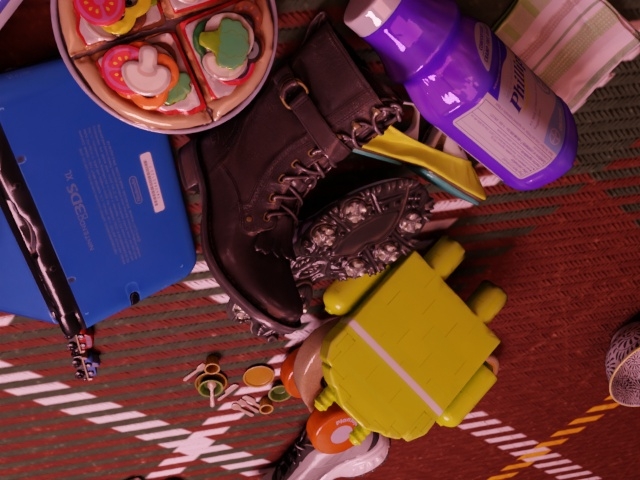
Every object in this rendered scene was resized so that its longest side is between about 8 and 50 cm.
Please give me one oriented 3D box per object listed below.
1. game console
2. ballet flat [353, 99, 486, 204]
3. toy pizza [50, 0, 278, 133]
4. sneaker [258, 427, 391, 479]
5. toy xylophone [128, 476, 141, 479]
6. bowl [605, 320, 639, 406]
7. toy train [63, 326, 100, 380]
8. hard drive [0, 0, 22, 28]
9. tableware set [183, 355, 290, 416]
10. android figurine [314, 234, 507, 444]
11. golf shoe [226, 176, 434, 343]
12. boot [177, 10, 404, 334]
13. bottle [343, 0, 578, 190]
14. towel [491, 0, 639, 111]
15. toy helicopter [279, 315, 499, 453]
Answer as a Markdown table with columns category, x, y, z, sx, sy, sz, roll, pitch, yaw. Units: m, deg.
| category | x | y | z | sx | sy | sz | roll | pitch | yaw |
| --- | --- | --- | --- | --- | --- | --- | --- | --- | --- |
| game console | -0.305 | -0.060 | 0.619 | 0.250 | 0.173 | 0.293 | -29 | 133 | -30 |
| ballet flat | 0.108 | -0.110 | 0.640 | 0.230 | 0.077 | 0.077 | 19 | 102 | -20 |
| toy pizza | -0.134 | -0.197 | 0.510 | 0.201 | 0.032 | 0.201 | -5 | 106 | -17 |
| sneaker | -0.020 | 0.364 | 0.943 | 0.271 | 0.100 | 0.108 | -35 | 110 | 10 |
| toy xylophone | -0.311 | 0.559 | 1.021 | 0.236 | 0.081 | 0.323 | -20 | 126 | 4 |
| bowl | 0.531 | 0.185 | 0.922 | 0.170 | 0.080 | 0.170 | -5 | 125 | -7 |
| toy train | -0.319 | 0.127 | 0.750 | 0.036 | 0.027 | 0.158 | -9 | 126 | -18 |
| hard drive | -0.262 | -0.315 | 0.407 | 0.318 | 0.040 | 0.210 | -40 | 106 | 17 |
| tableware set | -0.121 | 0.222 | 0.856 | 0.104 | 0.024 | 0.154 | -39 | 122 | 16 |
| android figurine | 0.110 | 0.131 | 0.712 | 0.248 | 0.056 | 0.273 | 44 | 79 | -8 |
| golf shoe | 0.000 | 0.000 | 0.668 | 0.272 | 0.120 | 0.105 | -33 | 120 | 11 |
| boot | -0.017 | -0.068 | 0.550 | 0.229 | 0.263 | 0.091 | -33 | 162 | 20 |
| bottle | 0.149 | -0.163 | 0.578 | 0.282 | 0.118 | 0.092 | 31 | 141 | -27 |
| towel | 0.267 | -0.219 | 0.620 | 0.152 | 0.023 | 0.113 | 27 | 115 | -26 |
| toy helicopter | 0.129 | 0.169 | 0.828 | 0.354 | 0.140 | 0.235 | 8 | 115 | -29 |
